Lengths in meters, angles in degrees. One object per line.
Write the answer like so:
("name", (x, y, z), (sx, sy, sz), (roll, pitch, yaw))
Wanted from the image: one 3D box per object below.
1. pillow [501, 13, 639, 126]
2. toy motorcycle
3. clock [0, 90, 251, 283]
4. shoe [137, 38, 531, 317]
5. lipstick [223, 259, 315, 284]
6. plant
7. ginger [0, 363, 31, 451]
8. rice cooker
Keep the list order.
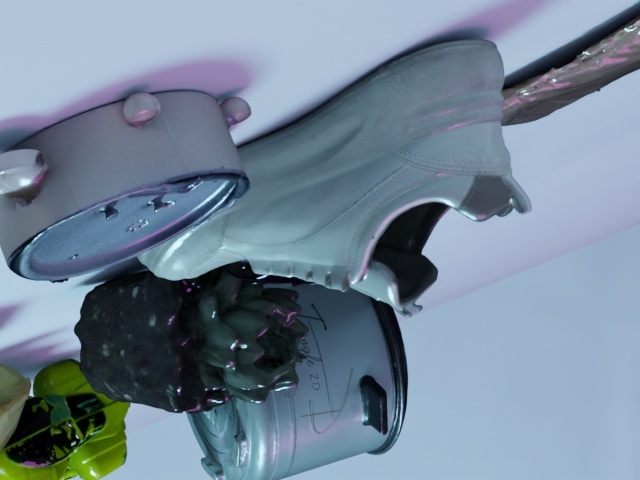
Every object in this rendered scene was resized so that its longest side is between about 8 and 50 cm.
("pillow", (0.226, -0.142, 1.061), (0.211, 0.034, 0.135), (-26, 174, 31))
("toy motorcycle", (-0.317, 0.218, 1.436), (0.206, 0.142, 0.342), (-20, 179, 19))
("clock", (-0.119, -0.030, 0.789), (0.156, 0.063, 0.229), (-26, 172, 28))
("shoe", (0.015, -0.009, 0.939), (0.316, 0.159, 0.124), (-31, 169, 30))
("lipstick", (0.000, 0.000, 1.191), (0.081, 0.081, 0.300), (-26, 169, 20))
("plant", (-0.112, 0.080, 1.161), (0.194, 0.132, 0.129), (-6, -169, 30))
("ginger", (-0.375, 0.178, 1.173), (0.267, 0.138, 0.152), (-34, 150, 3))
("rice cooker", (-0.026, 0.126, 1.391), (0.227, 0.241, 0.280), (-13, -156, -24))
